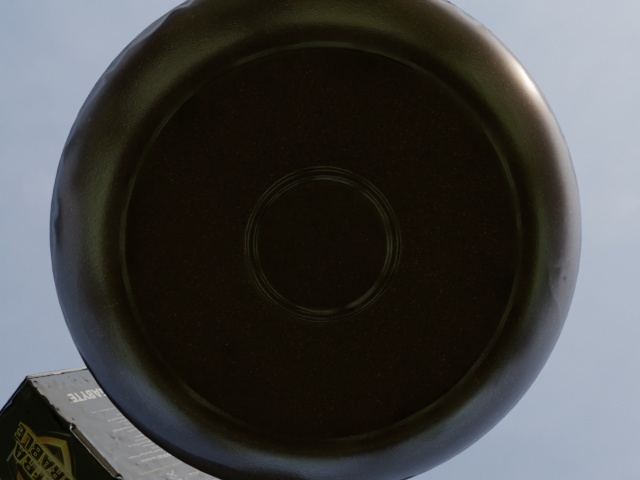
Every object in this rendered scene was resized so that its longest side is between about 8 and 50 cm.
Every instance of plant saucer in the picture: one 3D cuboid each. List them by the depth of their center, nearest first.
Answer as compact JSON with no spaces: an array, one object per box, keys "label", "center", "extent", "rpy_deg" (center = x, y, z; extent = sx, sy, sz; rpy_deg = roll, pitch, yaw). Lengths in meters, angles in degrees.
[{"label":"plant saucer","center":[0.000,0.000,0.929],"extent":[0.311,0.050,0.310],"rpy_deg":[0,-83,-3]}]

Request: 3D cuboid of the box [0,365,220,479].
[{"label":"box","center":[-0.057,0.192,1.159],"extent":[0.257,0.322,0.079],"rpy_deg":[45,-71,17]}]
